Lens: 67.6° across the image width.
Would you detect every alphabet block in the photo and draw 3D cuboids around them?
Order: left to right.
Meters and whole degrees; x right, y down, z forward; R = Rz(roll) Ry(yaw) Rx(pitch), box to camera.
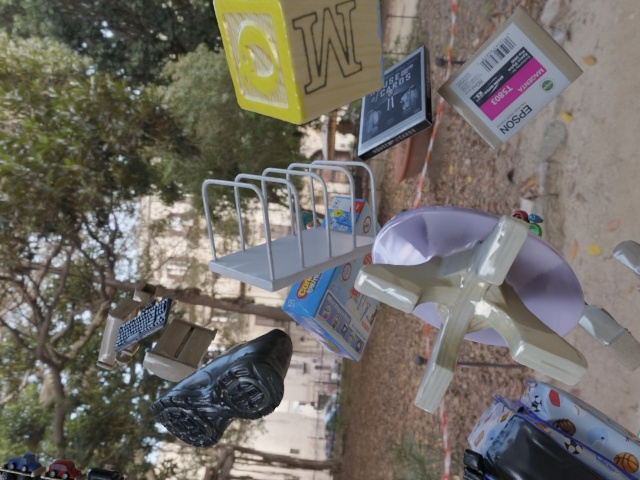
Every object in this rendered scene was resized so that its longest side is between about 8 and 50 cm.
[{"bbox_3d":[-0.030,-0.328,0.802,0.197,0.192,0.193,-32,-52,-30],"label":"alphabet block"}]

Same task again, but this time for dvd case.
[{"bbox_3d":[0.165,-0.306,1.067,0.030,0.179,0.238,32,-130,-35],"label":"dvd case"}]

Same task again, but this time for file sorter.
[{"bbox_3d":[-0.047,-0.045,0.881,0.278,0.193,0.173,-19,-68,-40],"label":"file sorter"}]

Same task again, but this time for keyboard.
[{"bbox_3d":[-0.430,0.194,1.159,0.023,0.180,0.108,45,-153,-35],"label":"keyboard"}]

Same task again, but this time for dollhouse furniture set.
[{"bbox_3d":[-0.421,0.309,1.368,0.303,0.356,0.173,-76,7,-69],"label":"dollhouse furniture set"},{"bbox_3d":[0.921,0.133,1.369,0.394,0.362,0.256,-46,27,11],"label":"dollhouse furniture set"}]

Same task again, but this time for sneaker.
[{"bbox_3d":[-0.147,0.227,0.745,0.109,0.286,0.130,54,-151,-14],"label":"sneaker"},{"bbox_3d":[0.000,0.000,1.458,0.302,0.121,0.108,-106,4,-54],"label":"sneaker"}]

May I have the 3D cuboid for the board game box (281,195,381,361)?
[{"bbox_3d":[0.066,0.101,1.171,0.301,0.086,0.308,-65,-33,-21],"label":"board game box"}]

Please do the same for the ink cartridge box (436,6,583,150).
[{"bbox_3d":[0.410,-0.349,1.054,0.235,0.193,0.088,-45,-2,27],"label":"ink cartridge box"}]

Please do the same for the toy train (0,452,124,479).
[{"bbox_3d":[-0.314,0.285,0.580,0.027,0.158,0.036,71,-154,-78],"label":"toy train"}]

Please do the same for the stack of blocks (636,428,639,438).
[{"bbox_3d":[0.811,0.481,0.987,0.087,0.297,0.171,-82,-8,-62],"label":"stack of blocks"}]

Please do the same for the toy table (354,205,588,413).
[{"bbox_3d":[0.183,0.067,0.578,0.161,0.275,0.252,-47,-34,-63],"label":"toy table"}]

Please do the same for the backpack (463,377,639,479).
[{"bbox_3d":[0.353,0.335,0.730,0.213,0.277,0.263,-50,-11,-9],"label":"backpack"}]

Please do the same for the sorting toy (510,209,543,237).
[{"bbox_3d":[0.472,-0.031,1.075,0.061,0.042,0.102,-56,37,29],"label":"sorting toy"}]
